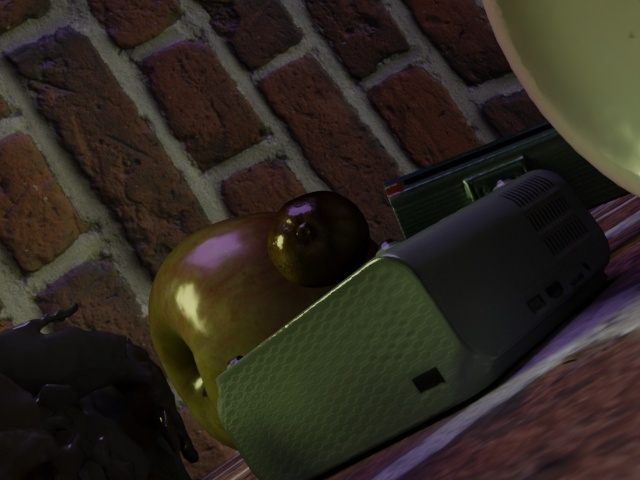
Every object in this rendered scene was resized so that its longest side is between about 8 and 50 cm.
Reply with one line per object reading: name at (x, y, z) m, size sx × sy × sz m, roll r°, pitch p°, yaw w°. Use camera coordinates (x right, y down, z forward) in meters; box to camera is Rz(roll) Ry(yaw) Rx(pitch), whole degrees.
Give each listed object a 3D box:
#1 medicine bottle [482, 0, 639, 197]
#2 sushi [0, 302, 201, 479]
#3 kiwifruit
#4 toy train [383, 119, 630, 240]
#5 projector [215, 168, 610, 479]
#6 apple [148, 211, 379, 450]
medicine bottle at (0.272, -0.188, 0.355) m, size 0.388 × 0.219 × 0.219 m, roll -34°, pitch -7°, yaw -15°
sushi at (-0.240, 0.214, 0.472) m, size 0.417 × 0.176 × 0.417 m, roll -35°, pitch -15°, yaw -11°
kiwifruit at (0.000, 0.000, 0.620) m, size 0.075 × 0.075 × 0.124 m, roll -35°, pitch -3°, yaw 3°
toy train at (0.262, -0.083, 0.751) m, size 0.409 × 0.086 × 0.089 m, roll -21°, pitch 12°, yaw 8°
projector at (0.061, 0.063, 0.604) m, size 0.198 × 0.108 × 0.250 m, roll -26°, pitch -12°, yaw -44°
apple at (-0.041, 0.086, 0.855) m, size 0.234 × 0.256 × 0.257 m, roll -30°, pitch -8°, yaw -25°
